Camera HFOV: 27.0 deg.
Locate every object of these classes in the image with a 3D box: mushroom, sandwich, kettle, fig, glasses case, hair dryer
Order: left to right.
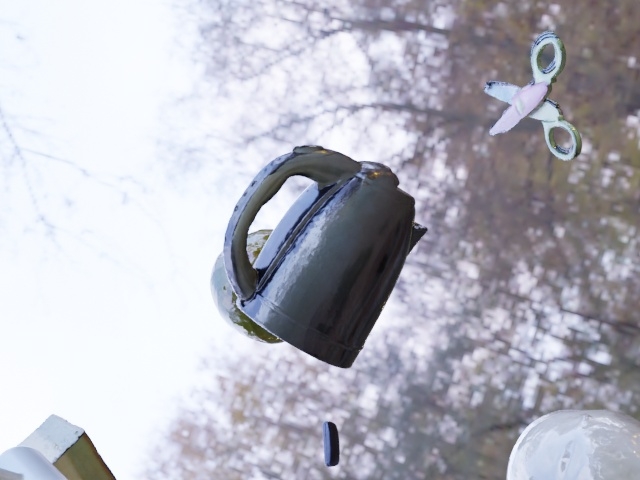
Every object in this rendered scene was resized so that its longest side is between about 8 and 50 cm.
[{"bbox_3d":[-0.385,0.257,1.462,0.236,0.131,0.073,25,-90,-36],"label":"hair dryer"},{"bbox_3d":[-0.327,0.337,1.770,0.117,0.144,0.187,-43,-63,-18],"label":"sandwich"},{"bbox_3d":[-0.088,0.098,2.444,0.207,0.207,0.230,-51,-57,-38],"label":"fig"},{"bbox_3d":[0.000,0.000,2.204,0.321,0.228,0.324,28,-84,-21],"label":"kettle"},{"bbox_3d":[0.023,0.375,2.449,0.033,0.023,0.083,16,-113,-48],"label":"glasses case"},{"bbox_3d":[0.343,0.287,1.476,0.315,0.315,0.356,-15,-74,-60],"label":"mushroom"}]

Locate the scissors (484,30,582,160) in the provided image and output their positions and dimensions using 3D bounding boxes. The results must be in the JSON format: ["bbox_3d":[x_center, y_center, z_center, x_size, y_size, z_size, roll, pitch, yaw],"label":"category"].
[{"bbox_3d":[0.220,-0.147,1.419,0.020,0.187,0.133,-12,-86,-18],"label":"scissors"}]
